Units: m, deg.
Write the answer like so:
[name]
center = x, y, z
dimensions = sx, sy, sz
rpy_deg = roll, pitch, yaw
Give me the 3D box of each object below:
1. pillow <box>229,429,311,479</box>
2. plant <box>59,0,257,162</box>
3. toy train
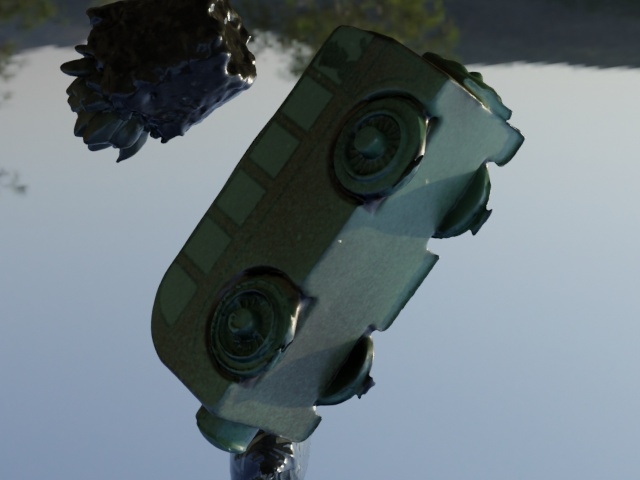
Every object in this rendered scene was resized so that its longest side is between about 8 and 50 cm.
[pillow]
center = -0.058, 0.214, 1.549
dimensions = 0.092, 0.161, 0.335
rpy_deg = -3, -148, 5
[plant]
center = -0.169, -0.169, 1.285
dimensions = 0.194, 0.129, 0.132
rpy_deg = -25, 151, 13
[toy train]
center = 0.000, 0.000, 0.942
dimensions = 0.129, 0.326, 0.159
rpy_deg = 27, -170, -46
